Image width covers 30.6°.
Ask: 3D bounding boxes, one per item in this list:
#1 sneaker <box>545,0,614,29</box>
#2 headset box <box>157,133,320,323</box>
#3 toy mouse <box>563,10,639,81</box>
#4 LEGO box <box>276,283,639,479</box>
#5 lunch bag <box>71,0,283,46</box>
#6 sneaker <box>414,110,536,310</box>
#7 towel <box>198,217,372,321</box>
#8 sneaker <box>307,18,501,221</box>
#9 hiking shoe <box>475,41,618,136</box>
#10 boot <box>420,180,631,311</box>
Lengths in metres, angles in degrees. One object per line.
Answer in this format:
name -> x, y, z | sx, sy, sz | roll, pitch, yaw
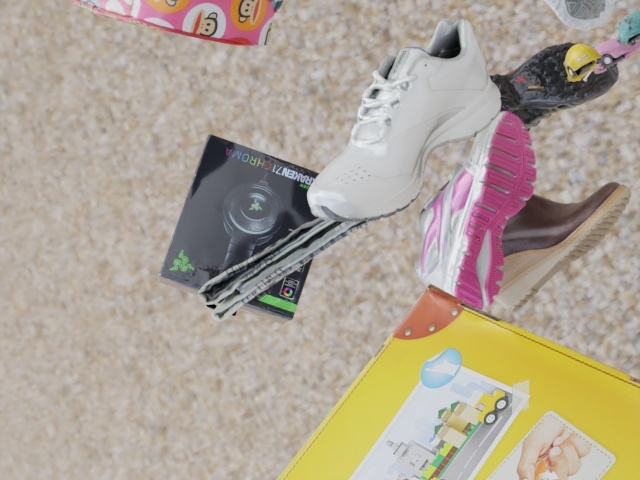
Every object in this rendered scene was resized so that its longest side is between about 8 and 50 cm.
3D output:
sneaker -> 0.333, -0.395, 1.701 | 0.090, 0.232, 0.115 | -49, 29, 20
headset box -> -0.133, -0.007, 2.063 | 0.131, 0.246, 0.283 | 141, 149, -78
toy mouse -> 0.339, -0.226, 1.333 | 0.031, 0.143, 0.161 | 62, 180, 10
LEGO box -> 0.096, 0.322, 0.934 | 0.193, 0.500, 0.372 | 46, 168, -33
lunch bag -> -0.196, -0.347, 1.628 | 0.293, 0.258, 0.120 | 28, 107, 43
sneaker -> 0.178, -0.043, 1.435 | 0.111, 0.103, 0.252 | 11, 76, 47
towel -> 0.000, 0.000, 1.594 | 0.312, 0.324, 0.056 | -31, 89, 10
sneaker -> 0.079, -0.130, 1.252 | 0.111, 0.297, 0.129 | 14, 137, 37
hiking shoe -> 0.281, -0.196, 1.561 | 0.114, 0.227, 0.086 | 101, 152, -79
boot -> 0.280, -0.047, 1.631 | 0.248, 0.090, 0.207 | -43, 67, 14
